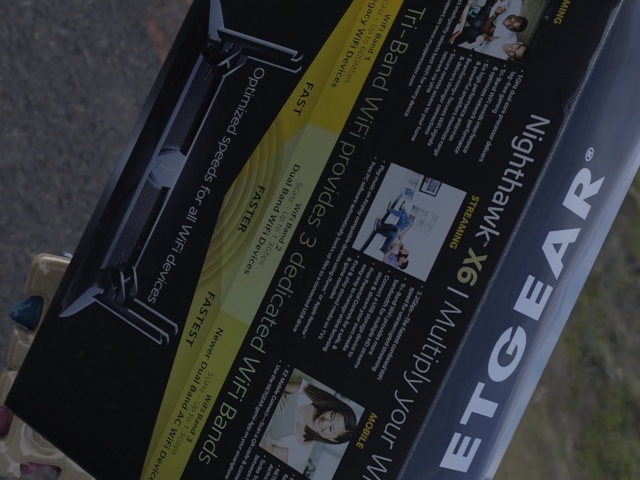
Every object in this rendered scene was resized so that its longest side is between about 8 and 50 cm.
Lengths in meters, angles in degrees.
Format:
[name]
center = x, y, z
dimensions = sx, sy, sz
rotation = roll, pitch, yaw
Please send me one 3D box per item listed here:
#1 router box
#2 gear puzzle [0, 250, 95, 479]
[router box]
center = 0.000, 0.000, 0.569
dimensions = 0.081, 0.243, 0.309
rotation = 25, 91, -51
[gear puzzle]
center = -0.044, 0.098, 0.777
dimensions = 0.044, 0.338, 0.176
rotation = -118, -137, -62
